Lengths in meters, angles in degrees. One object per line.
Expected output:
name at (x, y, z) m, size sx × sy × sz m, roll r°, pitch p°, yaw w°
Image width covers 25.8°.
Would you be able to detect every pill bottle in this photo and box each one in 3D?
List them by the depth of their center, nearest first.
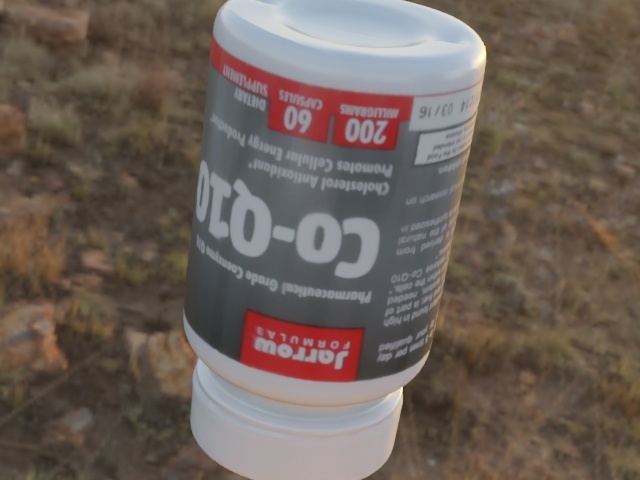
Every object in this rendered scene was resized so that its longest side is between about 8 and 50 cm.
pill bottle at (0.000, 0.000, 0.862) m, size 0.161 × 0.283 × 0.161 m, roll 7°, pitch 24°, yaw -3°
